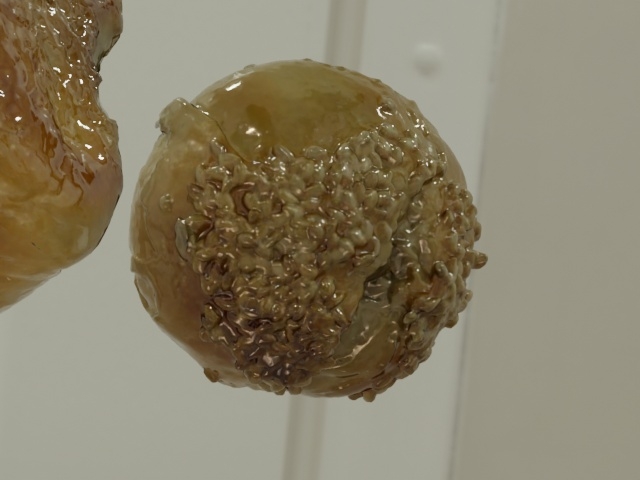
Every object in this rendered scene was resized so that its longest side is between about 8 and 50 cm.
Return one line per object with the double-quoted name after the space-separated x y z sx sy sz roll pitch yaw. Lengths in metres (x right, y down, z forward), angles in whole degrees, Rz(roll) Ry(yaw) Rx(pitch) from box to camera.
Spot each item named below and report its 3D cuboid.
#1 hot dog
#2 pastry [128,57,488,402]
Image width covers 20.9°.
-0.170 -0.100 0.712 0.150 0.257 0.153 -26 -35 36 "hot dog"
0.000 0.000 1.426 0.315 0.284 0.184 25 0 -33 "pastry"
